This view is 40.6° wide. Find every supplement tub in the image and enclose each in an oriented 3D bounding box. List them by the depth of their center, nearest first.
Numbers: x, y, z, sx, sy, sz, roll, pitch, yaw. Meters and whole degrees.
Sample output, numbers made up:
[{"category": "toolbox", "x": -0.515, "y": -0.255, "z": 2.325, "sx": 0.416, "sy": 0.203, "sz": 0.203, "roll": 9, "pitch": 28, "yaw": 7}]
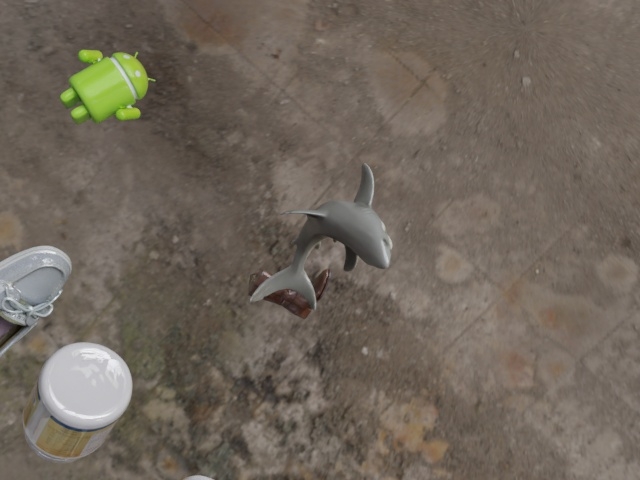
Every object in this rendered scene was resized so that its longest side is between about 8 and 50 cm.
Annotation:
[{"category": "supplement tub", "x": -0.398, "y": 0.267, "z": 1.401, "sx": 0.144, "sy": 0.144, "sz": 0.199, "roll": 41, "pitch": 136, "yaw": 1}]

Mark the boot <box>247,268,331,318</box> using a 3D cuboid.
[{"category": "boot", "x": -0.052, "y": 0.067, "z": 1.398, "sx": 0.114, "sy": 0.037, "sz": 0.106, "roll": 27, "pitch": 111, "yaw": -12}]

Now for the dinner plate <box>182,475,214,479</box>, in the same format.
[{"category": "dinner plate", "x": -0.166, "y": 0.405, "z": 1.229, "sx": 0.141, "sy": 0.017, "sz": 0.141, "roll": 4, "pitch": 98, "yaw": 31}]

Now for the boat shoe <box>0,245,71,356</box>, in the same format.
[{"category": "boat shoe", "x": -0.524, "y": 0.137, "z": 1.392, "sx": 0.320, "sy": 0.118, "sz": 0.103, "roll": -39, "pitch": 49, "yaw": 1}]

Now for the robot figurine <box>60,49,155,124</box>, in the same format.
[{"category": "robot figurine", "x": -0.268, "y": -0.192, "z": 1.089, "sx": 0.115, "sy": 0.067, "sz": 0.101, "roll": -32, "pitch": 89, "yaw": -13}]

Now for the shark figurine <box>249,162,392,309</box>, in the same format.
[{"category": "shark figurine", "x": -0.013, "y": -0.010, "z": 1.187, "sx": 0.278, "sy": 0.116, "sz": 0.166, "roll": -30, "pitch": 59, "yaw": 55}]
